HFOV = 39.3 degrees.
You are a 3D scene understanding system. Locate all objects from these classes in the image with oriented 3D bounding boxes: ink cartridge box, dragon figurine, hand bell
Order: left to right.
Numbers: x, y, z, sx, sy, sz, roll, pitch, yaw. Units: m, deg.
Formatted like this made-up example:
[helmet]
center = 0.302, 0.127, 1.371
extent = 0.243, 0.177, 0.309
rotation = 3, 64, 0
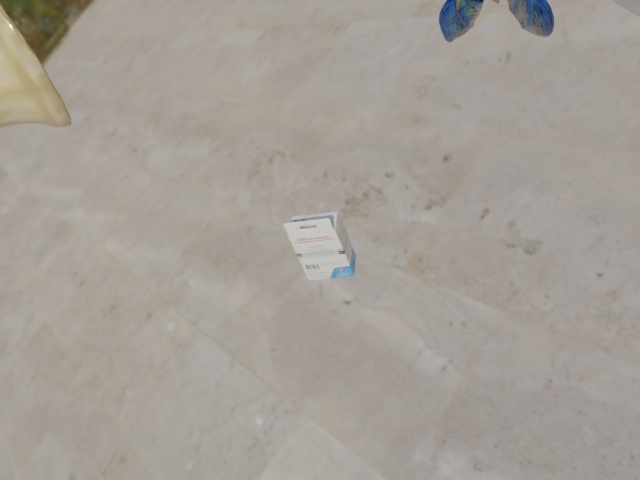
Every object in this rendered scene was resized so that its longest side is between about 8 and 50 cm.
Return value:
[hand bell]
center = -0.291, -0.059, 0.551
extent = 0.242, 0.126, 0.126
rotation = -37, 27, -15
[ink cartridge box]
center = 0.000, 0.000, 0.859
extent = 0.048, 0.083, 0.028
rotation = -7, 47, 17
[dragon figurine]
center = 0.133, -0.198, 0.679
extent = 0.085, 0.289, 0.144
rotation = 0, 73, 13

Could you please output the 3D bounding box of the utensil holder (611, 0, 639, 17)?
[utensil holder]
center = 0.527, -0.399, 1.124
extent = 0.328, 0.385, 0.327
rotation = -53, -11, -15
